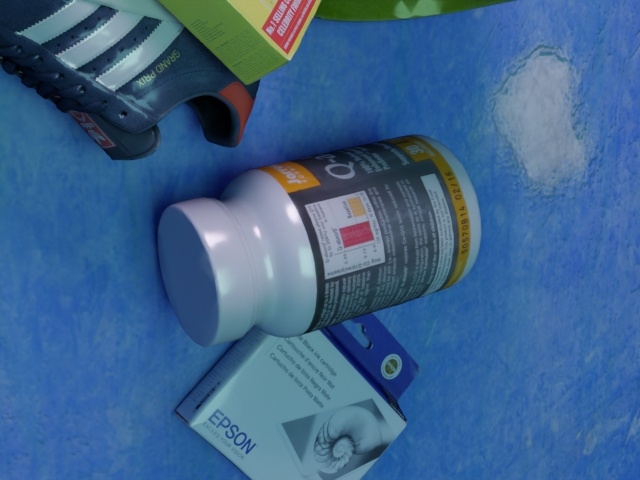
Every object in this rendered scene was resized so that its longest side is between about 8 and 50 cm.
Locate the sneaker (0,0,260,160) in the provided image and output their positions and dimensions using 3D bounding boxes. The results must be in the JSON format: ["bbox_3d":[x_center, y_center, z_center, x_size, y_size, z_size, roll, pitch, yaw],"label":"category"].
[{"bbox_3d":[-0.196,-0.140,0.808,0.350,0.131,0.148,3,98,-33],"label":"sneaker"}]

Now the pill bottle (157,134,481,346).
[{"bbox_3d":[0.000,0.000,0.953,0.278,0.162,0.162,-15,111,-29],"label":"pill bottle"}]

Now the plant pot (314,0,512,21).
[{"bbox_3d":[0.101,-0.366,0.877,0.275,0.275,0.293,-9,93,-30],"label":"plant pot"}]

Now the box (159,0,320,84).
[{"bbox_3d":[-0.105,-0.231,0.770,0.232,0.058,0.087,44,50,-26],"label":"box"}]

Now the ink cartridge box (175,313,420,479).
[{"bbox_3d":[-0.005,0.164,1.067,0.224,0.045,0.223,-49,123,-12],"label":"ink cartridge box"}]
